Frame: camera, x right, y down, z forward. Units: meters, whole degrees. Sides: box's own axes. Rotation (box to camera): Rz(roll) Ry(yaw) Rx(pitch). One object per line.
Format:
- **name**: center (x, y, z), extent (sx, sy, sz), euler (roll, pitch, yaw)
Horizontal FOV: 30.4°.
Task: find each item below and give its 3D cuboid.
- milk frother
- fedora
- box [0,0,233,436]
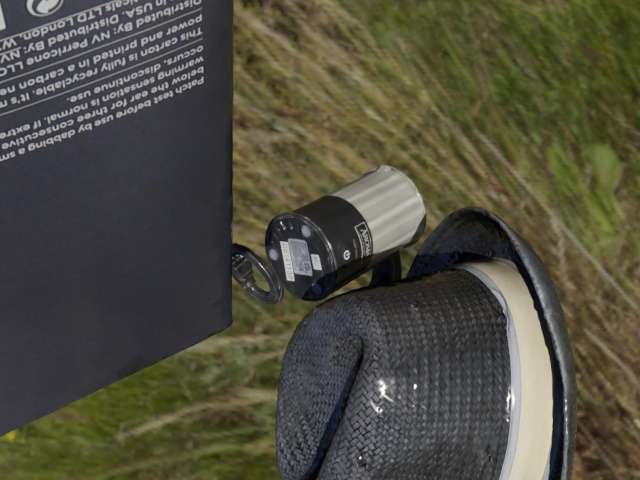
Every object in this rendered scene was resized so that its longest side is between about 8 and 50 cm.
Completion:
- **milk frother**: center (0.000, 0.000, 1.094), extent (0.143, 0.134, 0.129), euler (26, 126, 33)
- **fedora**: center (0.054, 0.133, 0.896), extent (0.334, 0.152, 0.334), euler (-178, 90, -70)
- **box**: center (-0.196, -0.127, 0.574), extent (0.343, 0.178, 0.313), euler (56, 158, 26)
